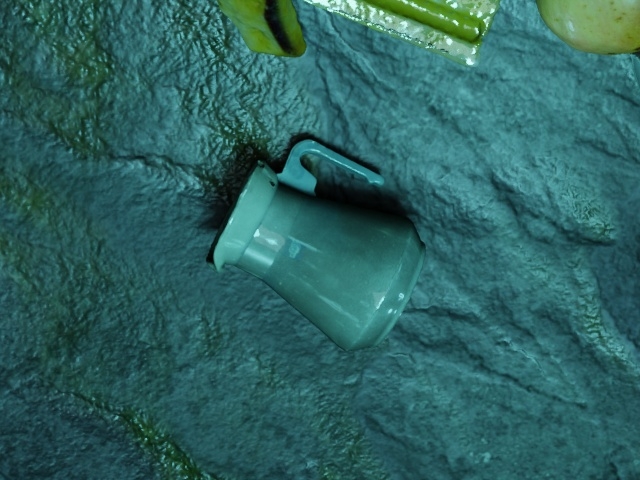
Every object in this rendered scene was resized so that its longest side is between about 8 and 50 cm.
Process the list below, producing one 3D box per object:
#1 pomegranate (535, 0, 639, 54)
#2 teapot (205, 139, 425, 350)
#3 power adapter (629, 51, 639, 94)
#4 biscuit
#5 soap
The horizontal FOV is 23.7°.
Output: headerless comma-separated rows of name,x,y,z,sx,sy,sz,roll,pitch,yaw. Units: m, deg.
pomegranate,0.317,-0.297,1.645,0.191,0.191,0.191,-1,113,-3
teapot,0.000,0.000,1.770,0.225,0.171,0.203,27,77,-8
power adapter,0.503,-0.165,1.743,0.255,0.124,0.187,-20,115,4
biscuit,-0.113,-0.271,1.675,0.183,0.039,0.174,15,156,17
soap,0.090,-0.297,1.683,0.233,0.076,0.135,20,110,-13
